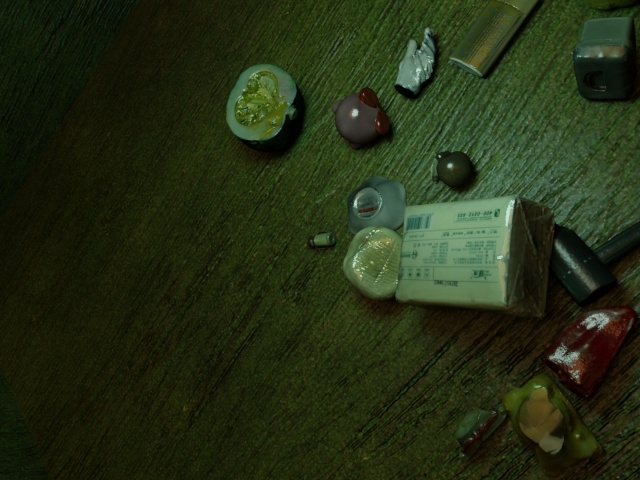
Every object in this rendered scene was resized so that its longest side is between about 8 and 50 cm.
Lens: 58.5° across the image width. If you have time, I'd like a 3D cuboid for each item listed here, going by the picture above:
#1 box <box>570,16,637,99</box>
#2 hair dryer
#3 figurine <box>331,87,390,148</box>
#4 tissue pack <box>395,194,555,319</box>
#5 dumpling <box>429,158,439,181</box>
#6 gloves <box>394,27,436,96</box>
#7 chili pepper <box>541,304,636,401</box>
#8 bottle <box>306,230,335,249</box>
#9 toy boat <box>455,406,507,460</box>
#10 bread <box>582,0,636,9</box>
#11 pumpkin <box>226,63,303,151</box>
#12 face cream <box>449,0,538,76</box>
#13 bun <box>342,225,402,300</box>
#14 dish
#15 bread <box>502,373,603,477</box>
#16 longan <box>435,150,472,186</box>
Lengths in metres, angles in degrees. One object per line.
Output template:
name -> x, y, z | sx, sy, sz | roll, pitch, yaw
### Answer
box -> 0.738, -0.466, 1.477 | 0.148, 0.210, 0.129 | 9, 76, 33
hair dryer -> 0.712, -0.010, 1.455 | 0.302, 0.116, 0.244 | -34, 62, 8
figurine -> 0.127, -0.400, 1.876 | 0.173, 0.173, 0.173 | -9, 74, 31
tissue pack -> 0.397, 0.047, 1.512 | 0.380, 0.207, 0.297 | 1, 80, 53
dumpling -> 0.354, -0.221, 1.748 | 0.077, 0.059, 0.043 | -53, 47, 7
gloves -> 0.313, -0.575, 1.842 | 0.119, 0.097, 0.229 | 25, 97, 30
chili pepper -> 0.669, 0.253, 1.414 | 0.252, 0.136, 0.144 | -52, 12, -1
bottle -> 0.001, -0.001, 1.930 | 0.101, 0.047, 0.063 | -9, 37, 35
toy boat -> 0.417, 0.505, 1.522 | 0.185, 0.071, 0.089 | -53, 14, 11
bread -> 0.806, -0.765, 1.542 | 0.270, 0.148, 0.269 | -8, 74, 31
pumpkin -> -0.180, -0.457, 2.071 | 0.263, 0.197, 0.292 | 23, 84, 22
face cream -> 0.528, -0.647, 1.738 | 0.139, 0.067, 0.285 | 42, 102, 32
bun -> 0.176, 0.071, 1.747 | 0.230, 0.145, 0.229 | 0, 79, -2
dish -> 0.163, -0.111, 1.829 | 0.229, 0.081, 0.229 | -8, 74, 30
bread -> 0.566, 0.463, 1.426 | 0.161, 0.088, 0.233 | -38, 63, 14
longan -> 0.394, -0.219, 1.696 | 0.106, 0.106, 0.119 | -44, 73, 16
